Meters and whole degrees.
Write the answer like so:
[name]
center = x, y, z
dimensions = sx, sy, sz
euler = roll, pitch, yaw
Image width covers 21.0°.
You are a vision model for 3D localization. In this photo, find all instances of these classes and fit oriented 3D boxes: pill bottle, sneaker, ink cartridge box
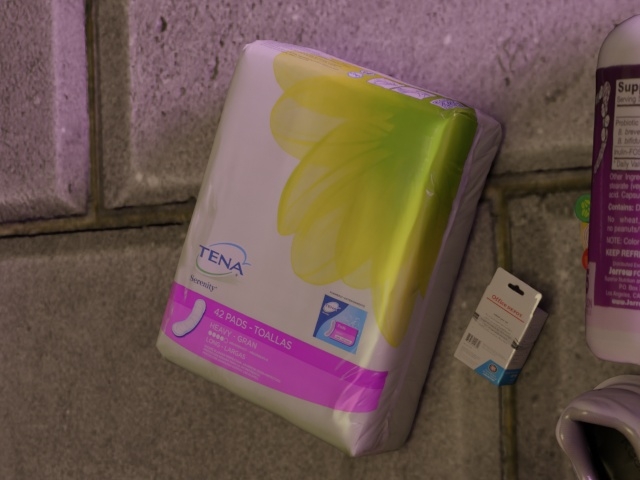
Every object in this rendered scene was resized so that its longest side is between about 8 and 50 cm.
[pill bottle]
center = 0.273, -0.064, 1.201
dimensions = 0.169, 0.169, 0.301
euler = 3, 90, 36
[sneaker]
center = 0.260, 0.228, 1.227
dimensions = 0.111, 0.129, 0.297
euler = -47, 65, 22
[ink cartridge box]
center = 0.147, 0.068, 1.373
dimensions = 0.048, 0.028, 0.083
euler = 35, 108, 31

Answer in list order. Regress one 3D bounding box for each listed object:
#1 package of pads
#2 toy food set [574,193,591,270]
[package of pads]
center = 0.000, 0.000, 1.437
dimensions = 0.229, 0.101, 0.296
euler = 24, 101, 32
[toy food set]
center = 0.233, -0.007, 1.319
dimensions = 0.082, 0.020, 0.083
euler = -23, 76, 33
